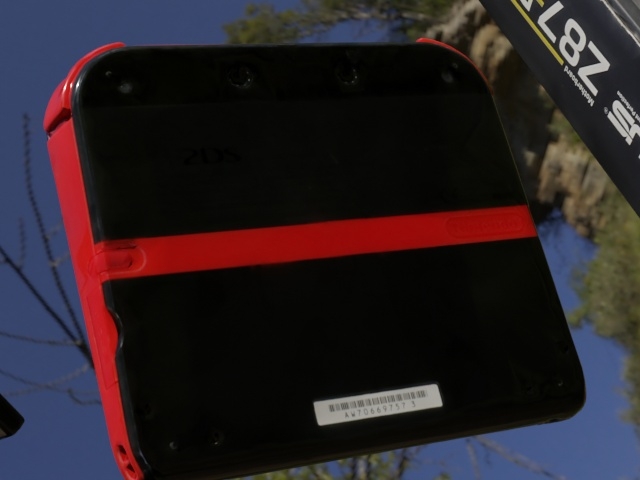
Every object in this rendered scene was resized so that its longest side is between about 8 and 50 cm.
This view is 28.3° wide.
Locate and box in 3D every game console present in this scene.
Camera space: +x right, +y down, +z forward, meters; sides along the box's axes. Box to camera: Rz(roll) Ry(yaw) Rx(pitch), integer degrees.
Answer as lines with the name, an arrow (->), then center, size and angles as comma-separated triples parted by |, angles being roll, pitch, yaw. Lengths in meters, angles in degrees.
game console -> 0.000, 0.000, 0.978 | 0.386, 0.060, 0.342 | -6, -109, -26

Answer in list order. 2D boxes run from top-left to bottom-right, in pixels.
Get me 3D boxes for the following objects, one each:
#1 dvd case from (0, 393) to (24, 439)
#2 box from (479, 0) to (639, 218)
dvd case -> -0.380, 0.086, 1.054 | 0.253, 0.180, 0.022 | 51, -135, -18
box -> 0.245, -0.194, 0.774 | 0.318, 0.395, 0.097 | -17, -34, -21
